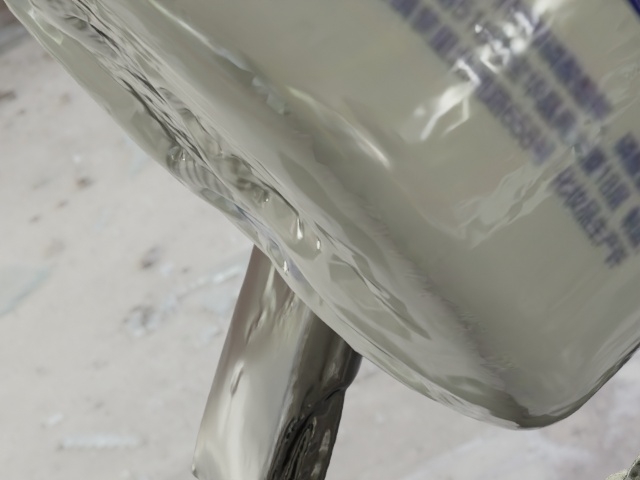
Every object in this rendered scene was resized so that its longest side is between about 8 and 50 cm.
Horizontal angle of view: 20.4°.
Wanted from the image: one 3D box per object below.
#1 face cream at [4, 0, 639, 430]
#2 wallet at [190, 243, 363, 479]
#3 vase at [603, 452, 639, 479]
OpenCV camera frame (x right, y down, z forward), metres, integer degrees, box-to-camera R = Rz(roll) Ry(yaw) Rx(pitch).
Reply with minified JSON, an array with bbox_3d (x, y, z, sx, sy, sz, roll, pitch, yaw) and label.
[{"bbox_3d":[0.007,-0.053,0.418,0.111,0.206,0.206,-44,34,-7],"label":"face cream"},{"bbox_3d":[0.000,0.000,1.012,0.051,0.378,0.197,11,12,-17],"label":"wallet"},{"bbox_3d":[0.105,0.112,0.597,0.237,0.115,0.115,-42,31,5],"label":"vase"}]
